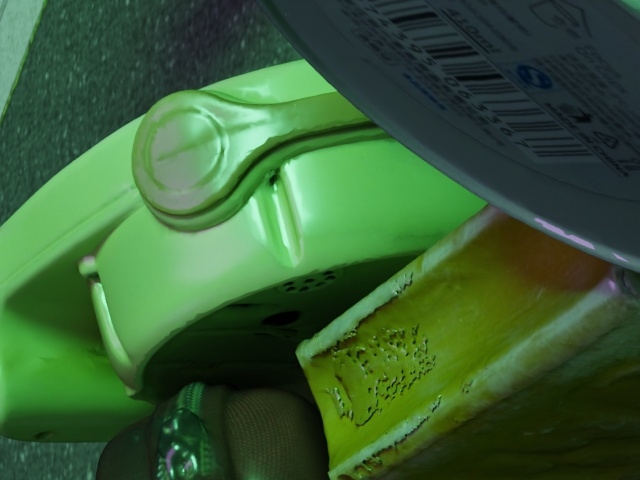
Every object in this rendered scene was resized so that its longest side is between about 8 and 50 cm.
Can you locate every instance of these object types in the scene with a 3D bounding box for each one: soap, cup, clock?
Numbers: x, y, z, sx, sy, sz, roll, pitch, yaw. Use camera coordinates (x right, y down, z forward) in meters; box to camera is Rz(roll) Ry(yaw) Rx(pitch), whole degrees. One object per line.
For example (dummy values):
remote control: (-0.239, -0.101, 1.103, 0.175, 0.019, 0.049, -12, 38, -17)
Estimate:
soap: (0.089, 0.054, 0.777, 0.257, 0.160, 0.080, -41, 52, 46)
cup: (0.135, -0.185, 0.532, 0.237, 0.323, 0.327, 31, 75, 17)
clock: (0.000, 0.000, 0.860, 0.308, 0.235, 0.096, -37, 58, 44)

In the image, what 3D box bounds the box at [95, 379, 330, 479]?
box: (0.003, 0.258, 0.807, 0.108, 0.263, 0.404, -16, 63, 6)
